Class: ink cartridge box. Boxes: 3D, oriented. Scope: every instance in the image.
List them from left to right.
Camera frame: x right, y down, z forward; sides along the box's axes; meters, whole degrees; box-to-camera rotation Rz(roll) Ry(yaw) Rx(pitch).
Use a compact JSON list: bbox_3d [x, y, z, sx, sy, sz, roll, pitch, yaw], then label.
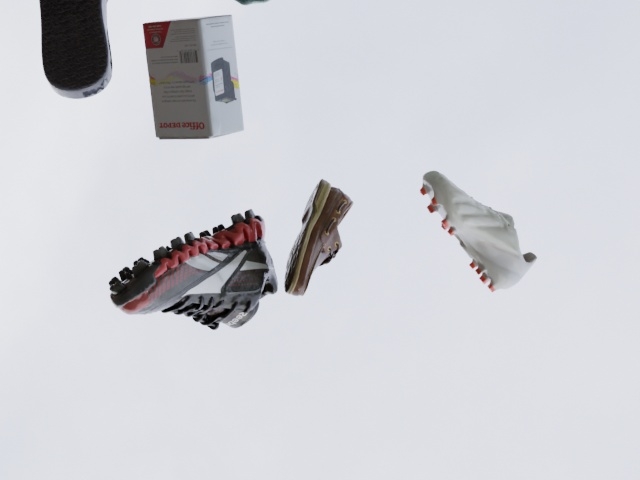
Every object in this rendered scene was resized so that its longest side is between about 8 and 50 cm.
[{"bbox_3d":[-0.188,-0.241,2.251,0.127,0.072,0.175,4,-76,42],"label":"ink cartridge box"}]

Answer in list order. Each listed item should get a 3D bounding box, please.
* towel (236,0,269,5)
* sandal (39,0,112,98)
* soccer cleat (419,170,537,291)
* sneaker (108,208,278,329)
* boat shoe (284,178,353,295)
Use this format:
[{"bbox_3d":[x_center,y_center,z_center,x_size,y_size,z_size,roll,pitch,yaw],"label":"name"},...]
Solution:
[{"bbox_3d":[0.043,-0.455,1.706,0.374,0.090,0.320,-27,-150,51],"label":"towel"},{"bbox_3d":[-0.264,-0.272,1.645,0.054,0.097,0.254,82,11,-74],"label":"sandal"},{"bbox_3d":[0.189,-0.022,1.838,0.076,0.196,0.068,-39,-151,0],"label":"soccer cleat"},{"bbox_3d":[-0.147,0.056,1.904,0.097,0.276,0.135,-25,-91,38],"label":"sneaker"},{"bbox_3d":[0.000,0.000,1.975,0.064,0.060,0.178,125,-13,-54],"label":"boat shoe"}]
